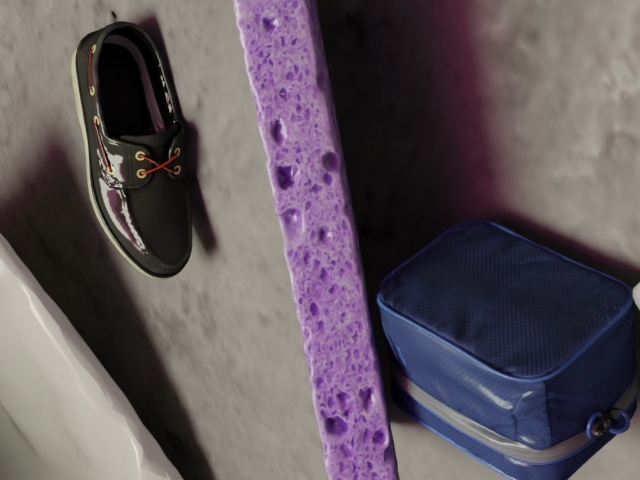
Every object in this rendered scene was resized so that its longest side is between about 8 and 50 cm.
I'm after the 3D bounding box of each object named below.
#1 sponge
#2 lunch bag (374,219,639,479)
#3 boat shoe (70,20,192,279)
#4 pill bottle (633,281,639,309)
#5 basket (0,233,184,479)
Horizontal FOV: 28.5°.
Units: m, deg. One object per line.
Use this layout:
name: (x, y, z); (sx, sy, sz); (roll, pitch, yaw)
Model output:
sponge: (0.000, 0.000, 0.517); (0.117, 0.031, 0.210); (-97, -3, -77)
lunch bag: (0.073, 0.045, 0.472); (0.098, 0.067, 0.065); (30, 143, 41)
boat shoe: (-0.093, -0.045, 0.643); (0.042, 0.049, 0.133); (-15, 90, 59)
pill bottle: (0.194, 0.091, 0.286); (0.265, 0.153, 0.153); (61, 140, 12)
basket: (-0.284, 0.188, 0.708); (0.331, 0.328, 0.266); (56, 144, -6)
